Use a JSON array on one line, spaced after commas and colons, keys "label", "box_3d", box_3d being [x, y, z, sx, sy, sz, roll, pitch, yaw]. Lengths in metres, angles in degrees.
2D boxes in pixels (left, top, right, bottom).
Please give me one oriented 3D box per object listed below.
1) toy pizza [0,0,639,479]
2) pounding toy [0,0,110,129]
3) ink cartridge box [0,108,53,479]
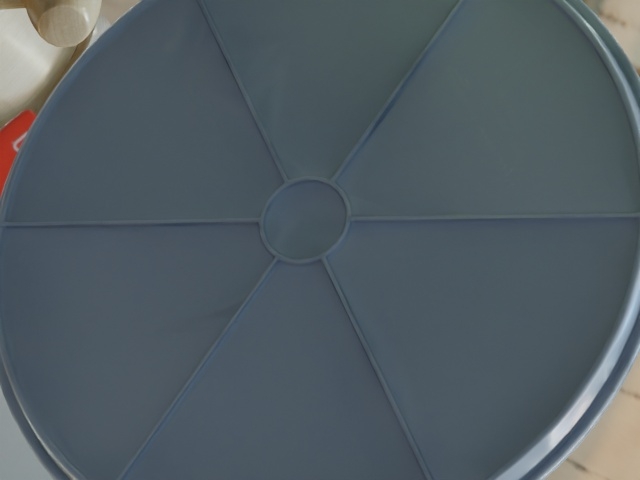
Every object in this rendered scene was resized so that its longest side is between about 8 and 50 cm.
[{"label": "toy pizza", "box_3d": [0.000, 0.000, 0.558, 0.201, 0.032, 0.201, -7, -115, 15]}, {"label": "pounding toy", "box_3d": [-0.216, -0.104, 1.011, 0.269, 0.155, 0.154, -27, -147, 25]}, {"label": "ink cartridge box", "box_3d": [-0.103, 0.080, 0.815, 0.275, 0.060, 0.239, 39, -120, 10]}]
